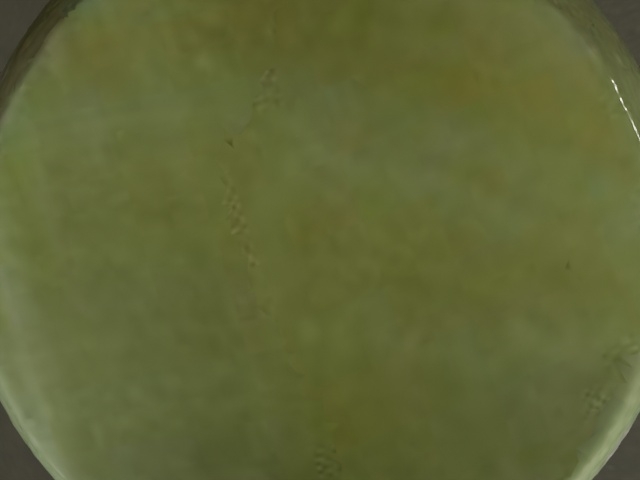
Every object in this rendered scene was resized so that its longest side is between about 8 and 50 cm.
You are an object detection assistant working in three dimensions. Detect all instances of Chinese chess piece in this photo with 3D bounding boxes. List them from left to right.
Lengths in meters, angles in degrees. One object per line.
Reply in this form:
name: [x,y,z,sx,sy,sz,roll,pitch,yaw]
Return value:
Chinese chess piece: [0.000,0.000,0.347,0.144,0.058,0.144,0,96,4]
